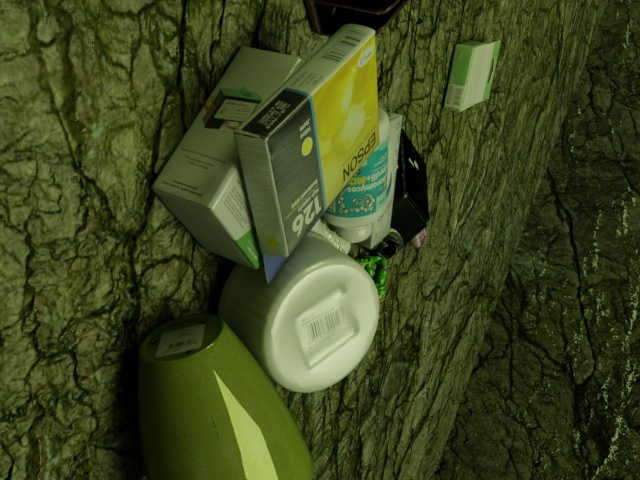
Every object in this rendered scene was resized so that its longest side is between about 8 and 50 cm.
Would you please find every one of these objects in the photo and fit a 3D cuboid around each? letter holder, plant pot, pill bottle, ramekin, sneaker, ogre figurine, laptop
[{"bbox_3d":[0.133,-0.489,1.309,0.302,0.214,0.152,-58,151,-26],"label":"letter holder"},{"bbox_3d":[-0.176,0.275,1.222,0.275,0.274,0.294,-41,126,-46],"label":"plant pot"},{"bbox_3d":[0.058,-0.127,1.493,0.146,0.146,0.264,-45,144,-42],"label":"pill bottle"},{"bbox_3d":[-0.028,0.130,1.349,0.277,0.135,0.277,-14,115,-33],"label":"ramekin"},{"bbox_3d":[0.000,0.000,1.483,0.115,0.090,0.232,-14,144,-9],"label":"sneaker"},{"bbox_3d":[0.157,0.012,1.810,0.063,0.075,0.170,-46,153,14],"label":"sneaker"},{"bbox_3d":[0.108,0.095,1.817,0.197,0.096,0.118,-14,103,-77],"label":"ogre figurine"},{"bbox_3d":[0.179,-0.102,1.902,0.234,0.136,0.265,38,48,-64],"label":"laptop"}]

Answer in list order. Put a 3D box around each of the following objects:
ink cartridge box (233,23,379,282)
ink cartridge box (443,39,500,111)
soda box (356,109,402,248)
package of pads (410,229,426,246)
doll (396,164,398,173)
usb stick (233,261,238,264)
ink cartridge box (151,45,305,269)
[{"bbox_3d":[-0.002,-0.126,1.198,0.304,0.072,0.307,-52,147,-35],"label":"ink cartridge box"},{"bbox_3d":[0.411,-0.451,2.067,0.235,0.056,0.171,-34,137,-56],"label":"ink cartridge box"},{"bbox_3d":[0.100,-0.132,1.629,0.091,0.098,0.286,-37,140,-48],"label":"soda box"},{"bbox_3d":[0.263,-0.023,2.100,0.050,0.032,0.083,-57,151,-21],"label":"package of pads"},{"bbox_3d":[0.151,-0.160,1.733,0.129,0.046,0.189,-176,-87,-84],"label":"doll"},{"bbox_3d":[-0.081,-0.078,1.369,0.077,0.045,0.278,32,79,-61],"label":"usb stick"},{"bbox_3d":[-0.109,-0.129,1.196,0.278,0.117,0.201,-62,153,-18],"label":"ink cartridge box"}]
